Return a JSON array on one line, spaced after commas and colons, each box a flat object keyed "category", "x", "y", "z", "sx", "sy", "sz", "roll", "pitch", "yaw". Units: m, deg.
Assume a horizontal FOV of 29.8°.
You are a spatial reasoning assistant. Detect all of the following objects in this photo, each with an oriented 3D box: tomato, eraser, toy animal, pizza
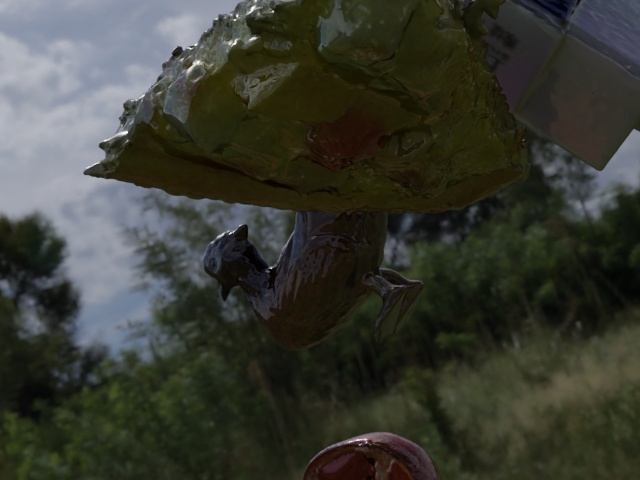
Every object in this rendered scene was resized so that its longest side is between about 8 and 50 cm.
[{"category": "tomato", "x": 0.059, "y": 0.232, "z": 1.028, "sx": 0.156, "sy": 0.155, "sz": 0.069, "roll": -26, "pitch": -2, "yaw": 39}, {"category": "eraser", "x": 0.097, "y": -0.175, "z": 0.800, "sx": 0.130, "sy": 0.287, "sz": 0.086, "roll": -55, "pitch": -4, "yaw": -48}, {"category": "toy animal", "x": 0.000, "y": 0.000, "z": 0.978, "sx": 0.188, "sy": 0.179, "sz": 0.089, "roll": -67, "pitch": -19, "yaw": 9}, {"category": "pizza", "x": 0.002, "y": -0.082, "z": 0.649, "sx": 0.280, "sy": 0.075, "sz": 0.287, "roll": -1, "pitch": -20, "yaw": -3}]

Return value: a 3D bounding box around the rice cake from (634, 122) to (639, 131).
[{"category": "rice cake", "x": 0.403, "y": -0.156, "z": 1.510, "sx": 0.208, "sy": 0.033, "sz": 0.033, "roll": 24, "pitch": -25, "yaw": -13}]
